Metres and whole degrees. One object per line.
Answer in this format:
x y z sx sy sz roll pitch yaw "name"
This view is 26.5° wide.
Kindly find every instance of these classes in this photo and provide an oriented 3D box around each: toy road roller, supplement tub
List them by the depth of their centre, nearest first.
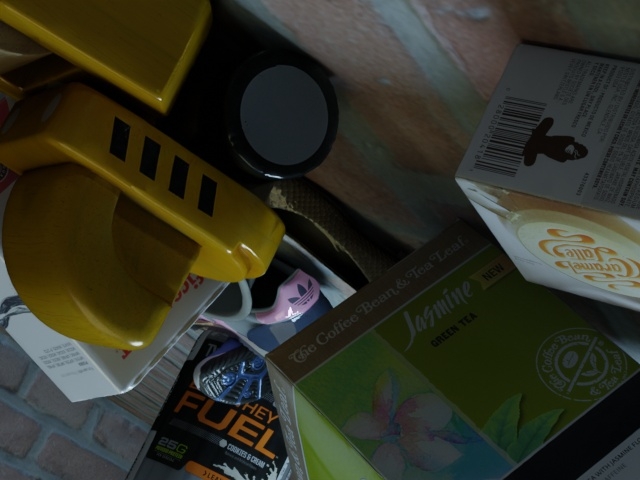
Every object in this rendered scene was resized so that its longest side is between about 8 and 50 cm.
-0.170 -0.068 0.967 0.329 0.241 0.202 33 163 -25 "toy road roller"
-0.115 0.246 1.783 0.193 0.316 0.193 24 164 7 "supplement tub"

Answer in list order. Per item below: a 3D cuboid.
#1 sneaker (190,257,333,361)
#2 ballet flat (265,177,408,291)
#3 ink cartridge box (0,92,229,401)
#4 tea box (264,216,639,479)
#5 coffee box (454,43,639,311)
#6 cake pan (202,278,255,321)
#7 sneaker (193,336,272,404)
-0.111 0.041 1.558 0.319 0.112 0.131 17 140 35 "sneaker"
0.000 0.000 1.261 0.250 0.058 0.084 35 164 -21 "ballet flat"
-0.204 -0.010 1.113 0.237 0.172 0.100 52 144 -15 "ink cartridge box"
0.147 0.222 1.126 0.323 0.220 0.329 42 156 32 "tea box"
0.220 -0.017 0.765 0.246 0.098 0.141 16 162 34 "coffee box"
-0.167 -0.039 1.301 0.293 0.054 0.293 34 158 16 "cake pan"
-0.078 0.132 1.627 0.081 0.080 0.211 27 -149 33 "sneaker"
